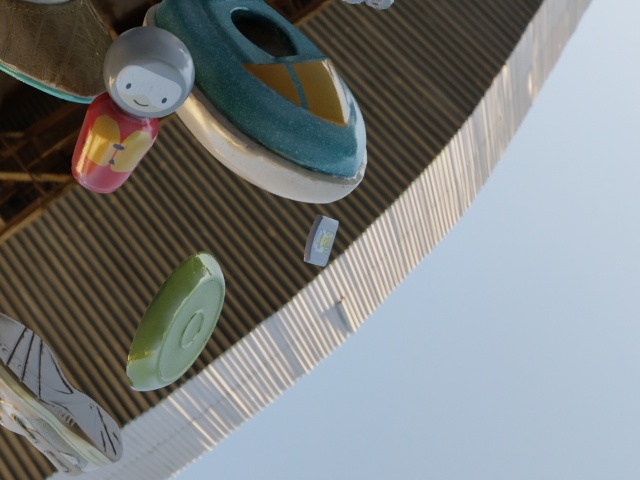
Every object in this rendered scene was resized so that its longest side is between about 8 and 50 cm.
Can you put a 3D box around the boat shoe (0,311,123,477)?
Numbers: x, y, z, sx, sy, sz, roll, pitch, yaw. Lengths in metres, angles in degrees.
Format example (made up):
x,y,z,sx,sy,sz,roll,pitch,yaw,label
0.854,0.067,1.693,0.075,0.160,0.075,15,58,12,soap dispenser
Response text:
x,y,z,sx,sy,sz,roll,pitch,yaw,label
-0.442,0.246,1.196,0.110,0.341,0.121,-28,-152,9,boat shoe

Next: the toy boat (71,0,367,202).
x,y,z,sx,sy,sz,roll,pitch,yaw,label
-0.081,-0.136,0.713,0.267,0.148,0.318,46,-144,10,toy boat

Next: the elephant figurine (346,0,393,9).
x,y,z,sx,sy,sz,roll,pitch,yaw,label
0.097,-0.491,1.204,0.170,0.239,0.186,17,-135,-5,elephant figurine

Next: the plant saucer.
x,y,z,sx,sy,sz,roll,pitch,yaw,label
-0.212,0.132,1.223,0.037,0.241,0.241,26,-114,14,plant saucer

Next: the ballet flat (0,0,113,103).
x,y,z,sx,sy,sz,roll,pitch,yaw,label
-0.297,-0.251,0.665,0.342,0.124,0.116,37,-141,13,ballet flat

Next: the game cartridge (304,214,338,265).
x,y,z,sx,sy,sz,roll,pitch,yaw,label
0.000,0.000,1.337,0.017,0.056,0.083,16,-90,42,game cartridge
